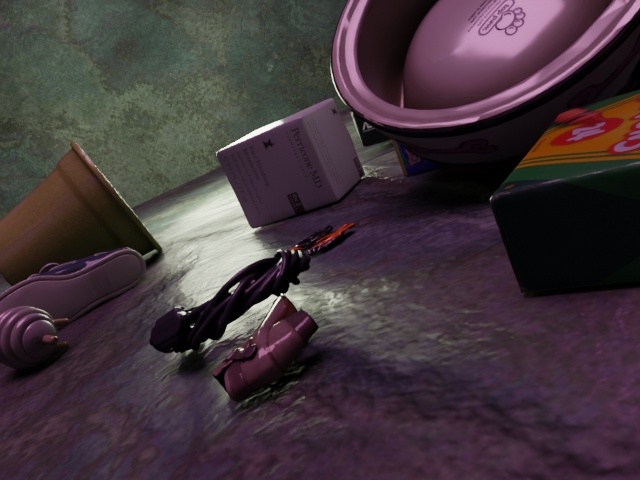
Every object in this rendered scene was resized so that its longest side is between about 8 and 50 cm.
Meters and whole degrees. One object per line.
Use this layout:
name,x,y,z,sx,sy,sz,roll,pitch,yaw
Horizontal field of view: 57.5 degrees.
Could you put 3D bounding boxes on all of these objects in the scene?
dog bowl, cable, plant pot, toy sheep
dog bowl,0.220,-0.265,0.729,0.407,0.150,0.408,-19,53,28
cable,-0.073,0.058,0.554,0.150,0.047,0.184,-22,-9,-43
plant pot,-0.502,-0.011,1.159,0.254,0.276,0.276,-40,18,-12
toy sheep,-0.389,0.128,0.773,0.132,0.091,0.091,-9,20,31

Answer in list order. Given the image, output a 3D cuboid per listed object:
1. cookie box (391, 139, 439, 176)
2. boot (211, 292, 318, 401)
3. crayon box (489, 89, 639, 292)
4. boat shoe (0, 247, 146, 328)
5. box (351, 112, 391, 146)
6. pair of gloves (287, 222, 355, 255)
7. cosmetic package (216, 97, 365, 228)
cookie box,0.164,-0.155,0.880,0.107,0.092,0.040,-13,14,39
boot,-0.049,0.086,0.474,0.087,0.042,0.118,-39,6,-12
crayon box,0.295,-0.063,0.368,0.318,0.081,0.202,-11,19,39
boat shoe,-0.419,0.079,0.968,0.254,0.095,0.079,-31,18,-30
box,0.308,-0.329,1.258,0.394,0.097,0.318,-11,16,37
pair of gloves,0.000,0.000,0.752,0.074,0.010,0.083,-33,14,-27
cosmetic package,-0.048,-0.135,1.021,0.183,0.151,0.151,-17,16,30
